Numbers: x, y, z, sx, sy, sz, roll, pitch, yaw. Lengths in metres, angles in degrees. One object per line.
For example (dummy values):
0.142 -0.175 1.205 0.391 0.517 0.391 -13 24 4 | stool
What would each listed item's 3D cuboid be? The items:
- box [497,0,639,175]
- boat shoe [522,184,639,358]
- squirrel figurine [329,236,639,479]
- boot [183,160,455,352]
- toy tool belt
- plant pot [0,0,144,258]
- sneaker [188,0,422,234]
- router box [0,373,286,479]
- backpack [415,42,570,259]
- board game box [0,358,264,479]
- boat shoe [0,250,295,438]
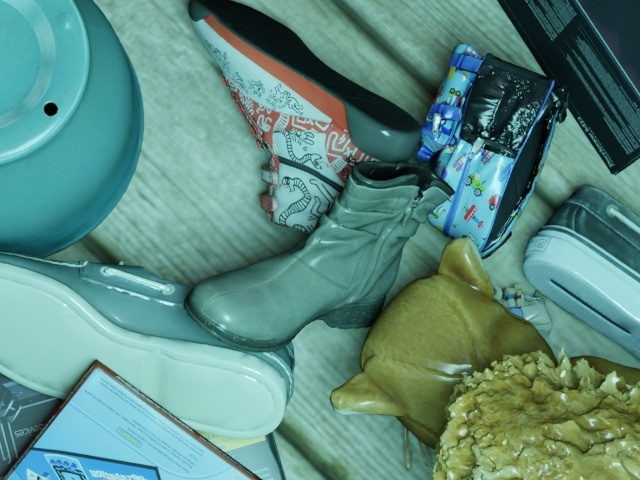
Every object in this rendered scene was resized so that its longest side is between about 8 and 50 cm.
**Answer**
0.255 -0.207 1.704 0.103 0.184 0.261 -32 86 -12 | box
0.347 0.067 1.704 0.335 0.121 0.119 36 72 -4 | boat shoe
0.199 0.163 1.540 0.370 0.397 0.281 41 89 6 | squirrel figurine
0.000 0.000 1.566 0.083 0.246 0.161 43 120 27 | boot
0.172 0.065 1.729 0.083 0.052 0.051 2 50 -9 | toy tool belt
-0.284 -0.129 1.599 0.272 0.255 0.271 1 81 -7 | plant pot
-0.042 -0.104 1.701 0.270 0.090 0.145 37 117 25 | sneaker
-0.192 0.201 1.647 0.309 0.081 0.243 -15 83 -8 | router box
0.144 -0.074 1.694 0.117 0.158 0.173 22 91 6 | backpack
-0.121 0.239 1.574 0.281 0.027 0.145 38 92 -14 | board game box
-0.172 0.074 1.596 0.319 0.116 0.099 18 37 4 | boat shoe
